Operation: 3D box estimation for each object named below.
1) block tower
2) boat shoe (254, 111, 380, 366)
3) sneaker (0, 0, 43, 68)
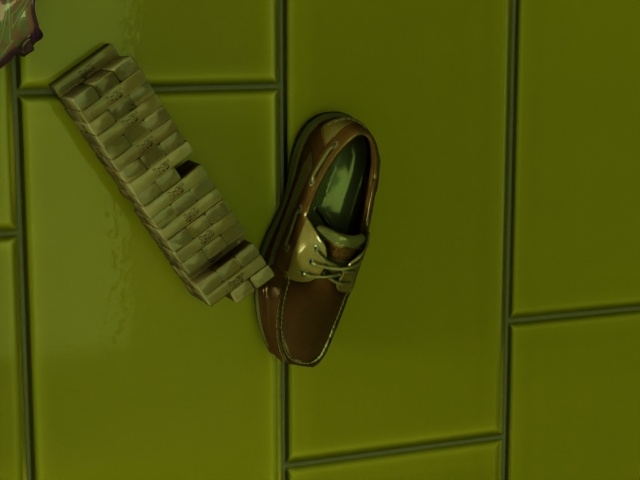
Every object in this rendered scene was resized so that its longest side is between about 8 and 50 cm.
[{"bbox_3d":[-0.188,-0.070,1.657,0.091,0.097,0.335,-38,110,-14],"label":"block tower"},{"bbox_3d":[0.000,0.000,1.732,0.123,0.120,0.324,7,96,-23],"label":"boat shoe"},{"bbox_3d":[-0.370,-0.226,1.559,0.104,0.095,0.236,24,88,-32],"label":"sneaker"}]
